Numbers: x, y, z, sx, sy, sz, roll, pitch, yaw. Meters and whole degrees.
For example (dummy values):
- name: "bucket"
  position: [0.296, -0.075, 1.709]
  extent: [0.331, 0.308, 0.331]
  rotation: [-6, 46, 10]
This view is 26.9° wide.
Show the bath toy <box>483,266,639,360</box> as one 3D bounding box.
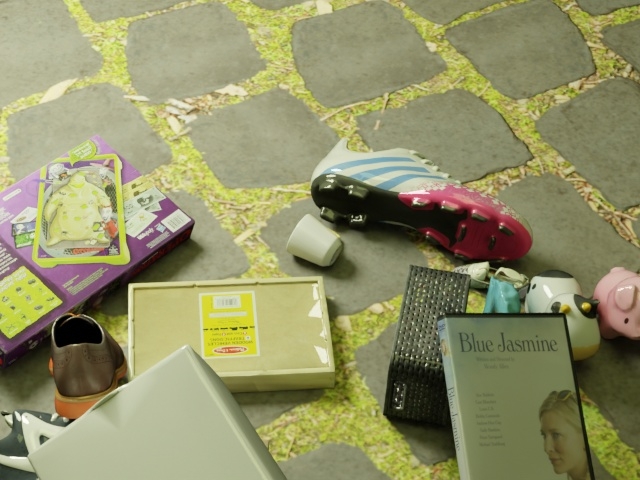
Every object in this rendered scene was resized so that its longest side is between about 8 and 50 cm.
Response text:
- name: "bath toy"
  position: [0.395, 0.082, 1.775]
  extent: [0.348, 0.129, 0.151]
  rotation: [-6, 47, -10]

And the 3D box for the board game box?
- name: "board game box"
  position: [-0.364, 0.006, 1.818]
  extent: [0.208, 0.056, 0.347]
  rotation: [44, 53, 12]

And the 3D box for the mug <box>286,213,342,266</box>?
- name: "mug"
  position: [-0.001, 0.000, 1.877]
  extent: [0.064, 0.062, 0.078]
  rotation: [30, 59, 13]

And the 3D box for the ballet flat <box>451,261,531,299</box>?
- name: "ballet flat"
  position: [0.239, 0.049, 1.857]
  extent: [0.114, 0.041, 0.041]
  rotation: [15, 48, 11]

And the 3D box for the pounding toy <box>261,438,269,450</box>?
- name: "pounding toy"
  position: [-0.112, 0.298, 1.561]
  extent: [0.130, 0.100, 0.141]
  rotation: [5, 47, 1]

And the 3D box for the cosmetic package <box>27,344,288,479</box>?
- name: "cosmetic package"
  position: [-0.114, 0.330, 1.403]
  extent: [0.217, 0.156, 0.385]
  rotation: [-33, 66, -1]

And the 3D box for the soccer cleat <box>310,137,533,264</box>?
- name: "soccer cleat"
  position: [0.151, -0.071, 1.911]
  extent: [0.331, 0.116, 0.143]
  rotation: [16, 48, 12]

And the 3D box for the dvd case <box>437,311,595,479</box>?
- name: "dvd case"
  position: [0.240, 0.210, 1.616]
  extent: [0.180, 0.022, 0.253]
  rotation: [1, 71, -24]

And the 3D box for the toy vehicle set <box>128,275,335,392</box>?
- name: "toy vehicle set"
  position: [-0.120, 0.124, 1.767]
  extent: [0.267, 0.035, 0.166]
  rotation: [-2, 47, -5]

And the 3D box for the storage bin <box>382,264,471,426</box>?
- name: "storage bin"
  position: [0.138, 0.134, 1.715]
  extent: [0.084, 0.122, 0.180]
  rotation: [10, 47, 7]

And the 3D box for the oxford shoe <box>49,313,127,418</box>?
- name: "oxford shoe"
  position: [-0.288, 0.129, 1.647]
  extent: [0.097, 0.098, 0.271]
  rotation: [-7, 14, -12]

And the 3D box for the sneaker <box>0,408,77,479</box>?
- name: "sneaker"
  position: [-0.307, 0.229, 1.618]
  extent: [0.153, 0.094, 0.235]
  rotation: [36, 64, 16]
